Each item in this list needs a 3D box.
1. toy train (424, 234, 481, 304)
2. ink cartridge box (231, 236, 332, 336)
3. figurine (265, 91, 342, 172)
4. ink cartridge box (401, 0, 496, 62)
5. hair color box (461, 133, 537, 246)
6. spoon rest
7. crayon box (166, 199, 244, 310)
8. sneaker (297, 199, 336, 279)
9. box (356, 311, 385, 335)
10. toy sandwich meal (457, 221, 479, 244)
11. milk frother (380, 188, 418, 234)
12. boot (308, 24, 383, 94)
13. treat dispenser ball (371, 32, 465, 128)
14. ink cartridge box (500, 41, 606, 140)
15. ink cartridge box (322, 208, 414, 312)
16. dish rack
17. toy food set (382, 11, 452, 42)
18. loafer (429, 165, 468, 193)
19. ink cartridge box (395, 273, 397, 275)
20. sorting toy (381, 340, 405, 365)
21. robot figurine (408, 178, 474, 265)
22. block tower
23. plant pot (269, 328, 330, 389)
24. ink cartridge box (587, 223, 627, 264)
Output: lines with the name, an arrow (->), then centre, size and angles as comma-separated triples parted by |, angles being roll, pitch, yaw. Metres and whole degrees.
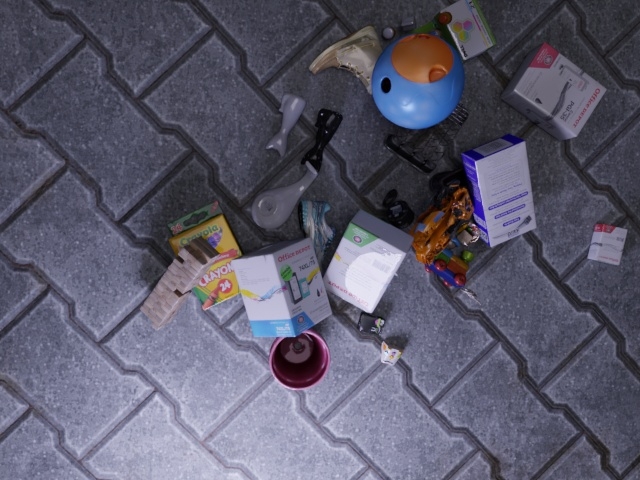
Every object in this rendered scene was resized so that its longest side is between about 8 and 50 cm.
toy train -> 0.503, 0.101, 1.900 | 0.248, 0.105, 0.143 | 35, 76, -7
ink cartridge box -> -0.125, 0.150, 1.740 | 0.198, 0.197, 0.270 | -24, 102, -48
figurine -> -0.061, -0.363, 1.815 | 0.214, 0.092, 0.210 | 22, 95, -6
ink cartridge box -> 0.437, -0.687, 1.836 | 0.255, 0.097, 0.189 | -29, 96, -4
hair color box -> 0.611, -0.168, 1.826 | 0.185, 0.110, 0.339 | -22, 117, -4
spoon rest -> -0.119, -0.151, 1.821 | 0.276, 0.084, 0.137 | -40, 76, 9
crayon box -> -0.370, 0.048, 1.808 | 0.202, 0.081, 0.319 | -27, 96, -3
sneaker -> 0.000, 0.000, 1.831 | 0.122, 0.110, 0.283 | -7, 95, -9
box -> 0.178, 0.295, 1.895 | 0.083, 0.052, 0.062 | 16, 91, -6
toy sandwich meal -> 0.523, -0.025, 1.905 | 0.085, 0.029, 0.086 | 13, 115, 29
milk frother -> 0.285, -0.091, 1.865 | 0.135, 0.129, 0.143 | 44, 55, -40
boot -> 0.113, -0.578, 1.813 | 0.262, 0.095, 0.204 | -32, 97, -8
treat dispenser ball -> 0.304, -0.496, 1.679 | 0.288, 0.288, 0.288 | 0, 94, -6
ink cartridge box -> 0.814, -0.516, 1.876 | 0.283, 0.117, 0.207 | 33, 90, -7
ink cartridge box -> 0.150, 0.070, 1.765 | 0.201, 0.117, 0.278 | 29, 124, 7
dish rack -> 0.376, -0.392, 1.864 | 0.208, 0.074, 0.272 | 33, 88, -8
toy food set -> 0.317, -0.686, 1.779 | 0.232, 0.104, 0.111 | -2, 112, 21
loafer -> 0.538, -0.224, 1.877 | 0.302, 0.095, 0.109 | -16, 94, -5
ink cartridge box -> 0.218, 0.033, 1.857 | 0.060, 0.104, 0.180 | -41, 97, -5
sorting toy -> 0.253, 0.412, 1.922 | 0.083, 0.045, 0.075 | 17, 111, -7
robot figurine -> 0.414, -0.064, 1.812 | 0.291, 0.085, 0.211 | -49, 138, -8
block tower -> -0.460, 0.140, 1.730 | 0.097, 0.091, 0.335 | 41, 115, 6
plant pot -> -0.075, 0.380, 1.810 | 0.201, 0.180, 0.202 | 0, 93, -6
ink cartridge box -> 1.051, 0.014, 1.966 | 0.099, 0.056, 0.135 | 13, 92, -6
